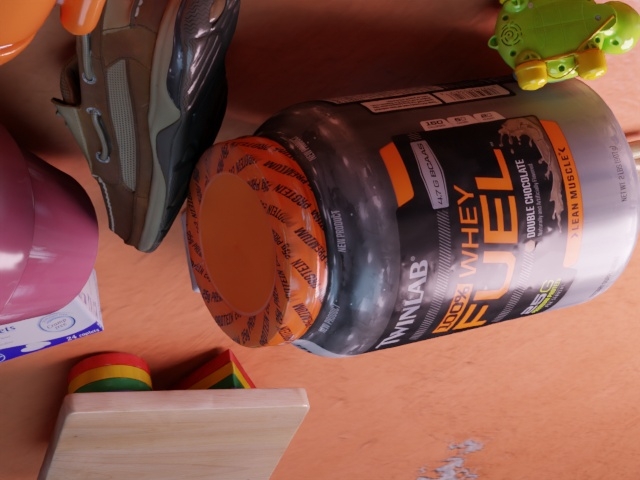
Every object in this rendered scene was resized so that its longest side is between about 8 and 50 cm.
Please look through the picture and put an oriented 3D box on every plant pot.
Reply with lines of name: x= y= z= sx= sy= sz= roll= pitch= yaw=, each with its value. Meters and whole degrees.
plant pot: x=-0.285 y=-0.007 z=1.376 sx=0.201 sy=0.201 sz=0.180 roll=-27 pitch=161 yaw=25

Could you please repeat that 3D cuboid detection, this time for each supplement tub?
supplement tub: x=0.075 y=-0.022 z=1.377 sx=0.338 sy=0.207 sz=0.207 roll=-11 pitch=153 yaw=-31

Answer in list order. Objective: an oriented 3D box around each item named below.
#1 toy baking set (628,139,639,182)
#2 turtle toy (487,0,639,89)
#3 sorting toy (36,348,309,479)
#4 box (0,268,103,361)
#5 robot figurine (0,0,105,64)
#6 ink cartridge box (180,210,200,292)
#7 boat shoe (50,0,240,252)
toy baking set: x=0.221 y=-0.029 z=1.650 sx=0.256 sy=0.030 sz=0.197 roll=-9 pitch=149 yaw=-5
turtle toy: x=0.198 y=-0.168 z=1.368 sx=0.130 sy=0.095 sz=0.066 roll=-9 pitch=170 yaw=-4
sorting toy: x=-0.173 y=0.205 z=1.844 sx=0.257 sy=0.089 sz=0.255 roll=1 pitch=147 yaw=-19
box: x=-0.285 y=0.044 z=1.558 sx=0.126 sy=0.072 sz=0.137 roll=-18 pitch=148 yaw=9
robot figurine: x=-0.224 y=-0.197 z=1.124 sx=0.158 sy=0.128 sz=0.219 roll=-15 pitch=157 yaw=-40
ink cartridge box: x=0.000 y=0.000 z=1.567 sx=0.208 sy=0.087 sz=0.153 roll=16 pitch=140 yaw=-39
boat shoe: x=-0.143 y=-0.114 z=1.325 sx=0.120 sy=0.122 sz=0.324 roll=23 pitch=145 yaw=4
